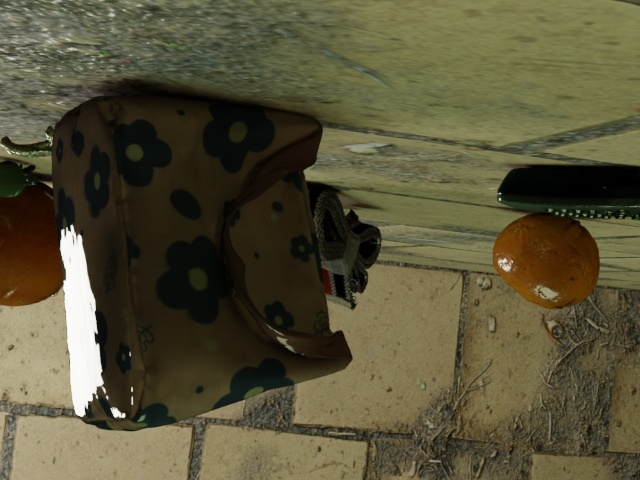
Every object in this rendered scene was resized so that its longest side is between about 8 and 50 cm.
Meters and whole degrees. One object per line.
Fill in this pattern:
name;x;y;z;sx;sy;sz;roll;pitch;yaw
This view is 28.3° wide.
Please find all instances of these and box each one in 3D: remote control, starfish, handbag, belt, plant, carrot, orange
remote control;0.261;-0.040;1.107;0.221;0.042;0.072;3;176;32
starfish;-0.196;-0.079;1.162;0.208;0.053;0.176;2;175;19
handbag;-0.093;0.014;0.983;0.193;0.252;0.190;-3;174;-29
belt;0.000;0.000;1.673;0.094;0.126;0.359;15;170;15
plant;-0.399;-0.081;1.654;0.051;0.051;0.102;5;-170;25
carrot;-0.462;-0.005;1.864;0.331;0.214;0.193;16;-156;-51
orange;0.286;0.023;1.586;0.135;0.117;0.135;47;-175;-5

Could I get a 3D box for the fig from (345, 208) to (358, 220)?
fig;-0.081;0.028;1.917;0.203;0.186;0.249;26;163;-19
